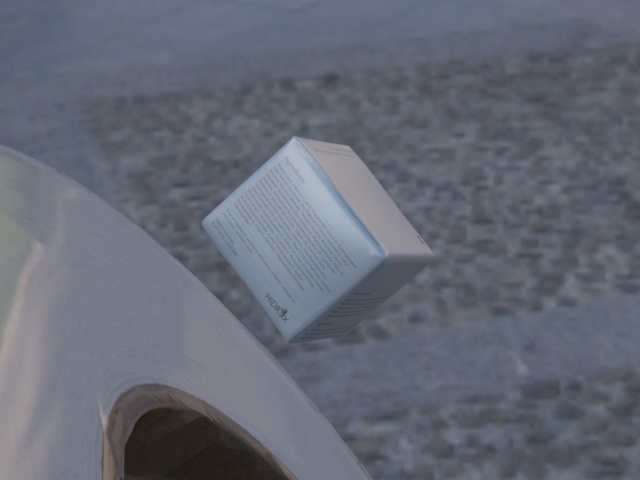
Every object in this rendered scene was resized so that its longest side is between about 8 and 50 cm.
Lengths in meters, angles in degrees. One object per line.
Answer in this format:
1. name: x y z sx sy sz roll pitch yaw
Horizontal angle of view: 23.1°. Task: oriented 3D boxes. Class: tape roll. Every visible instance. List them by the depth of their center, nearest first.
1. tape roll: -0.021 0.144 0.429 0.072 0.392 0.392 -34 21 10

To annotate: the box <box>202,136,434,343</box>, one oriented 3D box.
1. box: 0.000 0.000 1.000 0.087 0.102 0.101 -40 -14 16
